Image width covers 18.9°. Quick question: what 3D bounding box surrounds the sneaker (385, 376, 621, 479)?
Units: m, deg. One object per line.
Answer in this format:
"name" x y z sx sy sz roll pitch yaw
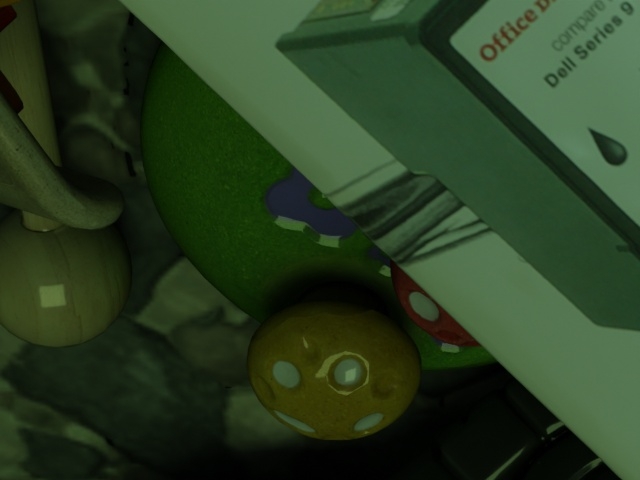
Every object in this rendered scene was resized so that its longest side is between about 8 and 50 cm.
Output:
"sneaker" 0.079 0.127 0.728 0.341 0.125 0.139 -16 153 12

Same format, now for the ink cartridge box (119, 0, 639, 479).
"ink cartridge box" 0.085 -0.073 0.467 0.289 0.211 0.121 43 126 -16

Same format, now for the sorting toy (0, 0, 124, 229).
"sorting toy" -0.142 -0.089 0.485 0.348 0.047 0.196 17 151 52

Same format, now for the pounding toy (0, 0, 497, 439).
"pounding toy" 0.000 0.000 0.603 0.237 0.110 0.183 5 135 2
